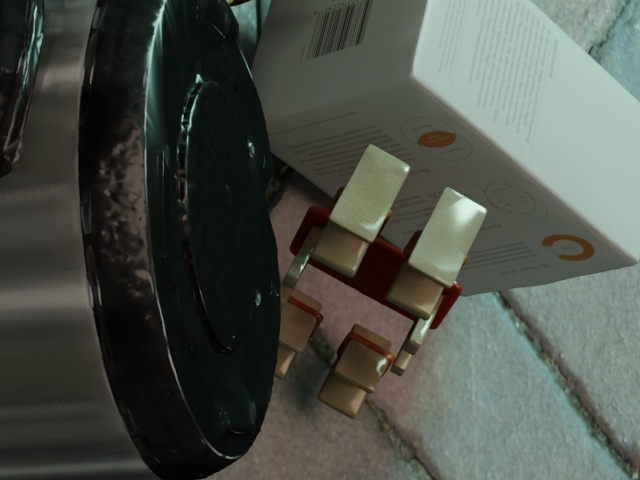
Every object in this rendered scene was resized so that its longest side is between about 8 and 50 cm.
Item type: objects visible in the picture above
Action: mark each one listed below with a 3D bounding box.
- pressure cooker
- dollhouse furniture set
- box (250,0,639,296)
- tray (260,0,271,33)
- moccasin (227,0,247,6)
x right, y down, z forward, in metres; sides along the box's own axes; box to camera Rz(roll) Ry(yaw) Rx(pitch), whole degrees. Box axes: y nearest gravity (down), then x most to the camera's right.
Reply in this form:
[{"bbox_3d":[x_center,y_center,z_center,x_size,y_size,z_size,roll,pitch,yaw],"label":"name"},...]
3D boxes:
[{"bbox_3d":[-0.263,0.003,1.372,0.370,0.420,0.375,-35,120,-75],"label":"pressure cooker"},{"bbox_3d":[0.000,0.000,1.742,0.259,0.262,0.135,29,56,-1],"label":"dollhouse furniture set"},{"bbox_3d":[0.127,-0.109,1.853,0.345,0.215,0.168,37,55,-37],"label":"box"},{"bbox_3d":[-0.001,-0.305,1.938,0.145,0.030,0.270,5,78,-42],"label":"tray"},{"bbox_3d":[-0.158,-0.243,1.693,0.380,0.147,0.139,-3,84,-44],"label":"moccasin"}]
